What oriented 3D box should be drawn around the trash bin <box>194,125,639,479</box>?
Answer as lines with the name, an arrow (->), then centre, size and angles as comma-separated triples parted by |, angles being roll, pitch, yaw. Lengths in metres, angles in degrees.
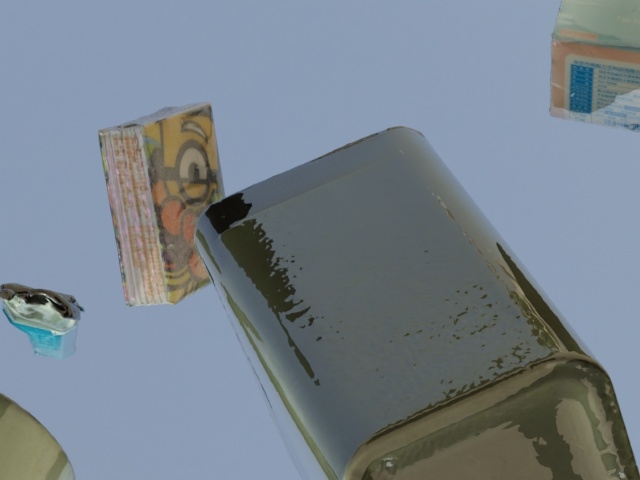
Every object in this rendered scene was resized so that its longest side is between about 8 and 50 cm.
trash bin -> 0.046, 0.077, 0.697 | 0.122, 0.240, 0.164 | -23, -64, -5

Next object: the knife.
knife -> -0.161, 0.048, 0.949 | 0.044, 0.296, 0.026 | 8, -99, -8

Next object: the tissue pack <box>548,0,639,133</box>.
tissue pack -> 0.151, -0.083, 0.727 | 0.094, 0.074, 0.058 | 12, -117, 13

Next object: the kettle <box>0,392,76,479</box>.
kettle -> -0.426, 0.294, 1.314 | 0.361, 0.250, 0.376 | 22, -131, -5

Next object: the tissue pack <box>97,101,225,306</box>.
tissue pack -> -0.123, -0.030, 1.314 | 0.109, 0.060, 0.148 | -29, -66, -59
